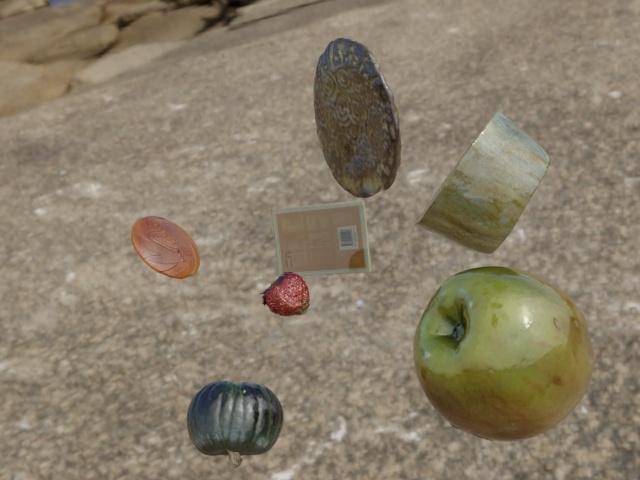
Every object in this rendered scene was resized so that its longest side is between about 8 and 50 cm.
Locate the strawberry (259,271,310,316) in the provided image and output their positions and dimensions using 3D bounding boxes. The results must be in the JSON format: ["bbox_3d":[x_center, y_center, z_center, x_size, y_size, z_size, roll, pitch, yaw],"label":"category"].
[{"bbox_3d":[-0.066,0.118,1.788,0.106,0.106,0.106,-11,27,6],"label":"strawberry"}]

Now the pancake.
[{"bbox_3d":[0.040,-0.143,1.022,0.021,0.199,0.199,-18,26,-26],"label":"pancake"}]

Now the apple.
[{"bbox_3d":[0.332,0.211,1.611,0.338,0.305,0.339,-22,54,34],"label":"apple"}]

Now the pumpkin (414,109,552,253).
[{"bbox_3d":[0.389,-0.117,2.002,0.199,0.332,0.332,39,42,3],"label":"pumpkin"}]

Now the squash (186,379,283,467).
[{"bbox_3d":[-0.184,0.390,1.846,0.218,0.218,0.173,-3,48,21],"label":"squash"}]

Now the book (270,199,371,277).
[{"bbox_3d":[0.000,0.000,1.994,0.241,0.170,0.018,-4,4,27],"label":"book"}]

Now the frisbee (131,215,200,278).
[{"bbox_3d":[-0.371,0.009,2.082,0.035,0.192,0.192,-47,11,30],"label":"frisbee"}]
